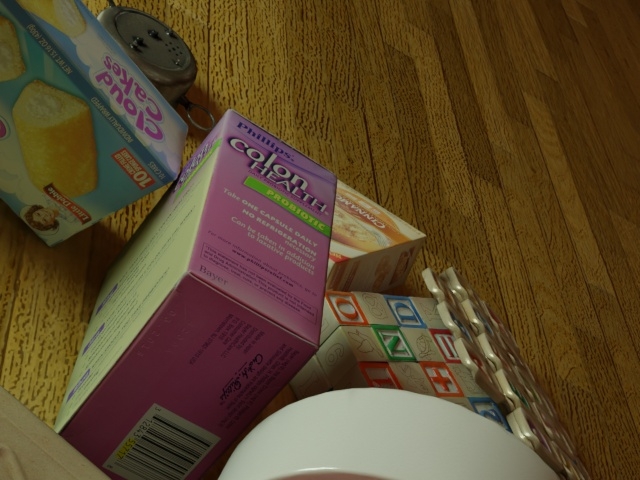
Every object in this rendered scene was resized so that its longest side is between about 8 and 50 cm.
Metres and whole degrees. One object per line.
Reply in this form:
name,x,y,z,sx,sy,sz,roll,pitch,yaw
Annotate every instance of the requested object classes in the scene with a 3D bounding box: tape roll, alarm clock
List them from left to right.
alarm clock,-0.187,-0.192,1.403,0.192,0.064,0.129,45,30,1
tape roll,0.043,0.247,0.864,0.286,0.286,0.100,38,30,-5

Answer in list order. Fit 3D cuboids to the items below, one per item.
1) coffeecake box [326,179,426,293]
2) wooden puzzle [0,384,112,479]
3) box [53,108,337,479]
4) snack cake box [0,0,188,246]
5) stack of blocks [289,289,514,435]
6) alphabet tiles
coffeecake box,0.000,0.000,1.317,0.142,0.068,0.185,34,26,24
wooden puzzle,-0.320,0.156,0.780,0.322,0.080,0.348,41,25,-1
box,-0.098,0.052,1.025,0.117,0.213,0.243,31,31,-17
snack cake box,-0.254,-0.135,1.071,0.264,0.152,0.089,50,25,-29
stack of blocks,0.096,0.191,1.190,0.171,0.087,0.297,6,44,-45
alphabet tiles,0.206,0.150,1.330,0.278,0.021,0.284,45,16,-36
